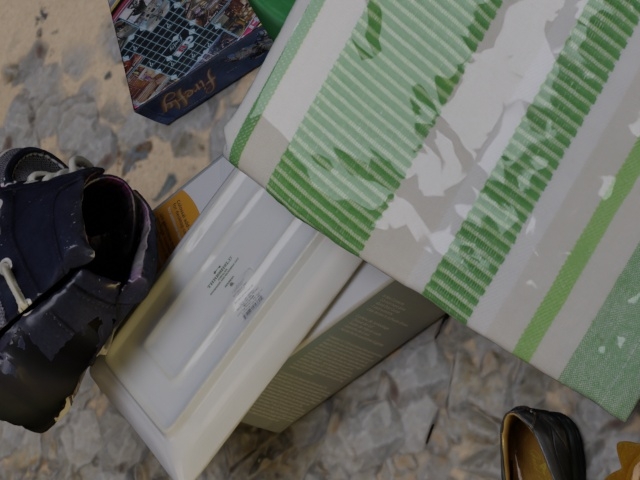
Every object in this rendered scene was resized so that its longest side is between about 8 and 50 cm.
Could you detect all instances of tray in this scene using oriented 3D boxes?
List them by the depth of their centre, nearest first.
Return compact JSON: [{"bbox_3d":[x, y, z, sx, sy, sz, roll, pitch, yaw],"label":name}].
[{"bbox_3d":[-0.062,0.030,1.367,0.270,0.030,0.145,-53,53,11],"label":"tray"}]

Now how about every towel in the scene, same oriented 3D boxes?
[{"bbox_3d":[0.119,-0.074,1.237,0.325,0.038,0.248,31,98,11],"label":"towel"}]

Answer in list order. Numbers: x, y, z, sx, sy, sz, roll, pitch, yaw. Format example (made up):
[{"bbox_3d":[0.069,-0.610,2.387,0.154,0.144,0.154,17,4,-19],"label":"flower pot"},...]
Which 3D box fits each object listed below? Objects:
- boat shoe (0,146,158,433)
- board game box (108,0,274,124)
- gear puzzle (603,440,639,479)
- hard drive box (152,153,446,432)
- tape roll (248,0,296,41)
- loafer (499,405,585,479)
[{"bbox_3d":[-0.190,-0.009,1.473,0.158,0.127,0.340,-48,27,21],"label":"boat shoe"},{"bbox_3d":[-0.066,-0.223,1.564,0.243,0.042,0.165,-30,58,26],"label":"board game box"},{"bbox_3d":[0.287,0.050,1.210,0.175,0.044,0.339,29,96,38],"label":"gear puzzle"},{"bbox_3d":[0.000,0.000,1.408,0.232,0.089,0.181,-38,56,21],"label":"hard drive box"},{"bbox_3d":[0.087,-0.251,1.369,0.321,0.077,0.321,-8,62,15],"label":"tape roll"},{"bbox_3d":[0.143,0.190,1.251,0.062,0.061,0.170,-24,62,28],"label":"loafer"}]
